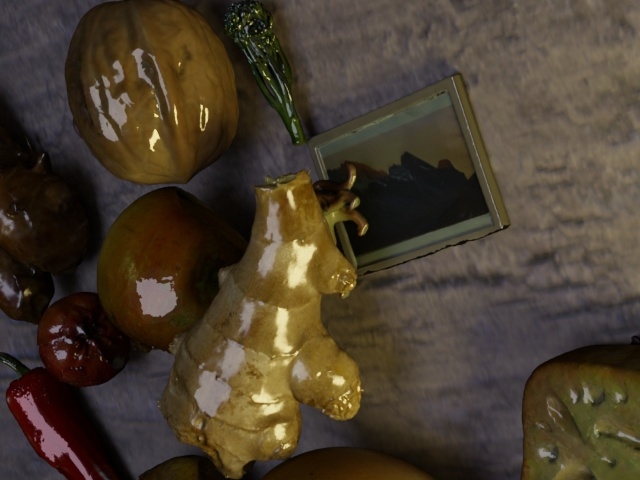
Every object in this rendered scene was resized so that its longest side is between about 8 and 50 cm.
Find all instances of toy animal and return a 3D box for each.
[{"bbox_3d":[0.000,0.000,1.757,0.099,0.057,0.241,34,126,33],"label":"toy animal"}]

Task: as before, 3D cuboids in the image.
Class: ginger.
[{"bbox_3d":[-0.054,0.115,1.685,0.236,0.166,0.375,40,121,27],"label":"ginger"},{"bbox_3d":[-0.509,-0.092,2.179,0.254,0.176,0.418,-46,71,34],"label":"ginger"}]

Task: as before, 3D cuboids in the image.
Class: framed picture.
[{"bbox_3d":[0.101,-0.072,1.686,0.265,0.018,0.192,-21,88,46],"label":"framed picture"}]

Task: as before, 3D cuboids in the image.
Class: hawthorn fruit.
[{"bbox_3d":[-0.369,0.158,2.140,0.148,0.148,0.172,66,154,8],"label":"hawthorn fruit"}]

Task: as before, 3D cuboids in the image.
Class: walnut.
[{"bbox_3d":[-0.220,-0.197,1.823,0.225,0.225,0.260,-25,85,46],"label":"walnut"}]

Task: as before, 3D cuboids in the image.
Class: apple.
[{"bbox_3d":[-0.185,0.042,1.860,0.237,0.237,0.207,27,102,37],"label":"apple"}]

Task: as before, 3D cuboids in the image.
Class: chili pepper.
[{"bbox_3d":[-0.418,0.316,2.259,0.387,0.110,0.110,53,133,13],"label":"chili pepper"}]

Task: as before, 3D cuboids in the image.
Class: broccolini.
[{"bbox_3d":[-0.059,-0.219,1.784,0.202,0.068,0.091,61,149,-3],"label":"broccolini"}]

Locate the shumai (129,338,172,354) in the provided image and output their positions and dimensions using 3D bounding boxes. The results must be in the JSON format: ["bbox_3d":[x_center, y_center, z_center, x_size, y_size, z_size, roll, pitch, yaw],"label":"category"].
[{"bbox_3d":[-0.238,0.121,2.029,0.099,0.087,0.123,-31,78,47],"label":"shumai"}]

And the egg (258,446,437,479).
[{"bbox_3d":[0.051,0.399,1.685,0.351,0.283,0.282,16,113,30],"label":"egg"}]

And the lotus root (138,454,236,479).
[{"bbox_3d":[-0.211,0.421,2.044,0.193,0.193,0.291,53,135,20],"label":"lotus root"}]

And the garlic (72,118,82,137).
[{"bbox_3d":[-0.301,-0.196,1.988,0.147,0.102,0.159,55,133,20],"label":"garlic"}]

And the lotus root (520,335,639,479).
[{"bbox_3d":[0.359,0.275,1.474,0.375,0.111,0.390,54,135,25],"label":"lotus root"}]
